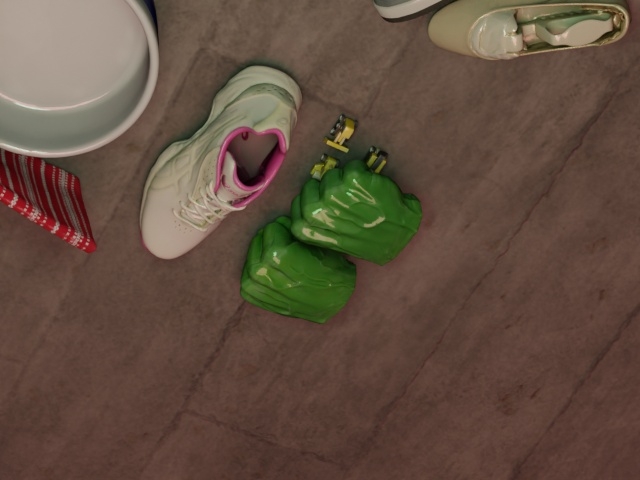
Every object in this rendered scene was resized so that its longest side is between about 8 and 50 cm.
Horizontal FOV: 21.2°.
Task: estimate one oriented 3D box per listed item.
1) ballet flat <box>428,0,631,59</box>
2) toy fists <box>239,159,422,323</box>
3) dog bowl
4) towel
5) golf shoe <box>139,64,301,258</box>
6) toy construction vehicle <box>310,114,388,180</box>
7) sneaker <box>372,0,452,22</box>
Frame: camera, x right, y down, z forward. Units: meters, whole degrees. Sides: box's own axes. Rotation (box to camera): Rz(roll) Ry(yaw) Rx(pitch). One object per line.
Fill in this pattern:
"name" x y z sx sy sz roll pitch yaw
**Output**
"ballet flat" 0.256 -0.258 2.070 0.248 0.086 0.086 -7 125 0
"toy fists" 0.000 0.000 2.201 0.142 0.096 0.279 18 137 -29
"dog bowl" -0.323 -0.235 2.020 0.265 0.104 0.265 -2 124 -4
"towel" -0.391 -0.096 2.056 0.275 0.199 0.031 34 103 -25
"golf shoe" -0.133 -0.076 2.127 0.115 0.140 0.306 25 120 -22
"toy construction vehicle" 0.038 -0.101 2.186 0.086 0.035 0.098 26 119 -21
"sneaker" 0.148 -0.391 1.940 0.295 0.124 0.178 -37 125 10
